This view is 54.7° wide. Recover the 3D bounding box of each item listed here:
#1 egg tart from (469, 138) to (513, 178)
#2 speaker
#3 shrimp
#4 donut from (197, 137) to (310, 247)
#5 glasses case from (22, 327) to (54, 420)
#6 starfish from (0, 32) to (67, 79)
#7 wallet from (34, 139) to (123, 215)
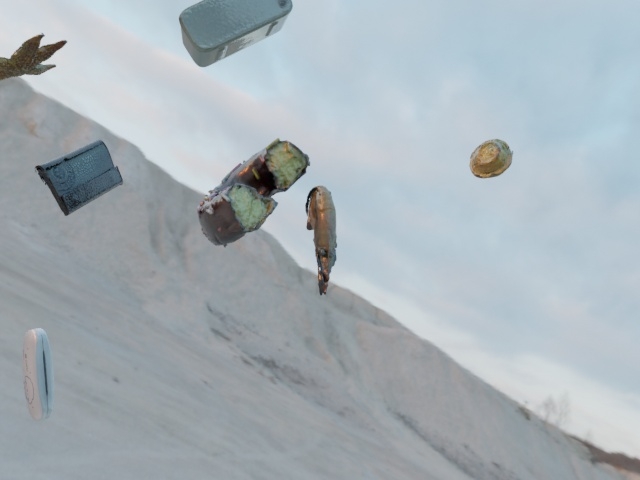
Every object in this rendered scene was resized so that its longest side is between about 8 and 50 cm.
[{"bbox_3d":[0.467,-0.231,1.717,0.128,0.129,0.049,17,-13,40],"label":"egg tart"},{"bbox_3d":[-0.311,-0.796,2.262,0.183,0.406,0.184,59,-15,-1],"label":"speaker"},{"bbox_3d":[0.008,0.001,1.453,0.066,0.262,0.117,3,-11,-16],"label":"shrimp"},{"bbox_3d":[-0.194,-0.123,1.623,0.259,0.345,0.136,-16,-63,51],"label":"donut"},{"bbox_3d":[-0.612,0.289,1.342,0.076,0.197,0.049,-14,-9,42],"label":"glasses case"},{"bbox_3d":[-0.692,-0.412,1.439,0.043,0.227,0.240,66,16,-6],"label":"starfish"},{"bbox_3d":[-0.586,-0.162,1.536,0.039,0.243,0.133,-17,-73,23],"label":"wallet"}]
